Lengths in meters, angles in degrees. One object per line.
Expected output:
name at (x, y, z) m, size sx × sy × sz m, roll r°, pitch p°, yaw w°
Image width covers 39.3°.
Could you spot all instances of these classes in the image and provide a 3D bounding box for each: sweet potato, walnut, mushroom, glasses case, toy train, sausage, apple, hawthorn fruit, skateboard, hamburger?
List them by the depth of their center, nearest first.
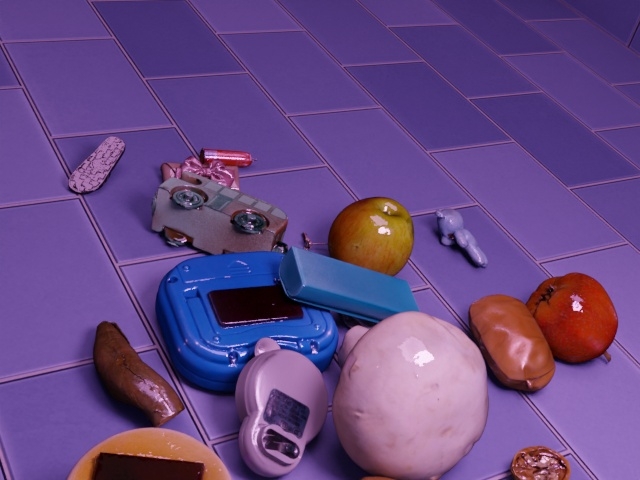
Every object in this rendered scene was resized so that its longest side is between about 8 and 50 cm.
hamburger at (-0.255, 0.426, 1.337) m, size 0.301 × 0.170 × 0.302 m, roll 7°, pitch 41°, yaw -6°
mushroom at (0.131, 0.261, 1.618) m, size 0.314 × 0.315 × 0.336 m, roll -7°, pitch 16°, yaw -27°
sweet potato at (-0.350, 0.241, 1.628) m, size 0.285 × 0.085 × 0.112 m, roll 36°, pitch 6°, yaw 42°
walnut at (0.401, 0.431, 1.652) m, size 0.121 × 0.052 × 0.091 m, roll -1°, pitch 41°, yaw -17°
glasses case at (0.062, 0.107, 1.824) m, size 0.300 × 0.070 × 0.117 m, roll 19°, pitch 34°, yaw -31°
sausage at (0.400, 0.214, 1.879) m, size 0.136 × 0.120 × 0.241 m, roll -14°, pitch 44°, yaw -12°
hawthorn fruit at (0.560, 0.185, 1.950) m, size 0.225 × 0.196 × 0.196 m, roll 44°, pitch 38°, yaw -6°
toy train at (-0.214, -0.038, 1.991) m, size 0.326 × 0.129 × 0.159 m, roll 21°, pitch 31°, yaw 10°
apple at (0.119, -0.006, 2.013) m, size 0.195 × 0.196 × 0.196 m, roll 10°, pitch 37°, yaw -7°
skateboard at (0.000, 0.000, 2.097) m, size 0.083 × 0.032 × 0.064 m, roll 3°, pitch 28°, yaw -11°
glasses case at (-0.285, -0.153, 2.160) m, size 0.193 × 0.070 × 0.103 m, roll 1°, pitch 40°, yaw -17°
sausage at (-0.232, -0.209, 2.275) m, size 0.145 × 0.048 × 0.050 m, roll 1°, pitch 0°, yaw -18°

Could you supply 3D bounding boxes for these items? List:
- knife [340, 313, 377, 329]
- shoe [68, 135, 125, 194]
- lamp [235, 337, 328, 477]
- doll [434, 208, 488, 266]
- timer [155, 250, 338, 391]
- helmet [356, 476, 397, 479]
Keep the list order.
knife at (0.137, 0.204, 1.869) m, size 0.265 × 0.041 × 0.073 m, roll 38°, pitch 47°, yaw 27°
shoe at (-0.523, -0.167, 2.111) m, size 0.071 × 0.049 × 0.179 m, roll 30°, pitch 61°, yaw 3°
lamp at (-0.080, 0.306, 1.596) m, size 0.179 × 0.108 × 0.246 m, roll 32°, pitch 49°, yaw -21°
doll at (0.338, 0.000, 2.191) m, size 0.180 × 0.075 × 0.120 m, roll 63°, pitch 16°, yaw 23°
timer at (-0.143, 0.150, 1.781) m, size 0.339 × 0.115 × 0.309 m, roll -4°, pitch 44°, yaw -26°
helmet at (0.103, 0.463, 1.446) m, size 0.198 × 0.130 × 0.224 m, roll 13°, pitch 35°, yaw -8°
